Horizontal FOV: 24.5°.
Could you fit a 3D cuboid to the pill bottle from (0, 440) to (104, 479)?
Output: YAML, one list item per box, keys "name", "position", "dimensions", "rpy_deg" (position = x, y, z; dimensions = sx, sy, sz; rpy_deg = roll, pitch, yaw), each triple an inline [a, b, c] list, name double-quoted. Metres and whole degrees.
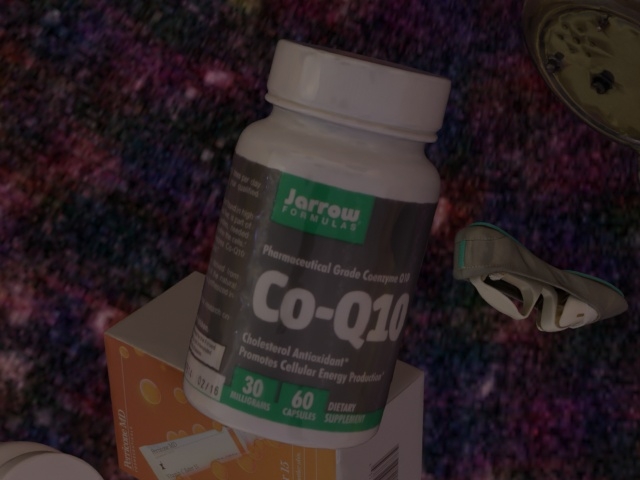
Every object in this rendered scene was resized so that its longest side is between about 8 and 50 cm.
- name: "pill bottle"
  position: [-0.332, 0.290, 1.536]
  dimensions: [0.160, 0.160, 0.283]
  rpy_deg: [44, 152, -19]

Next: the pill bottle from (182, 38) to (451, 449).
- name: "pill bottle"
  position: [0.000, 0.000, 1.421]
  dimensions: [0.204, 0.204, 0.361]
  rpy_deg: [14, 99, 3]

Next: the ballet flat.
- name: "ballet flat"
  position: [0.206, 0.051, 1.393]
  dimensions: [0.213, 0.068, 0.072]
  rpy_deg: [26, 152, -30]

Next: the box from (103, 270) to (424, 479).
- name: "box"
  position: [-0.066, 0.213, 1.720]
  dimensions: [0.345, 0.168, 0.215]
  rpy_deg: [22, 129, 32]

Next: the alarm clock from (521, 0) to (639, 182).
- name: "alarm clock"
  position: [0.157, -0.111, 0.730]
  dimensions: [0.129, 0.064, 0.192]
  rpy_deg: [20, 148, 41]
